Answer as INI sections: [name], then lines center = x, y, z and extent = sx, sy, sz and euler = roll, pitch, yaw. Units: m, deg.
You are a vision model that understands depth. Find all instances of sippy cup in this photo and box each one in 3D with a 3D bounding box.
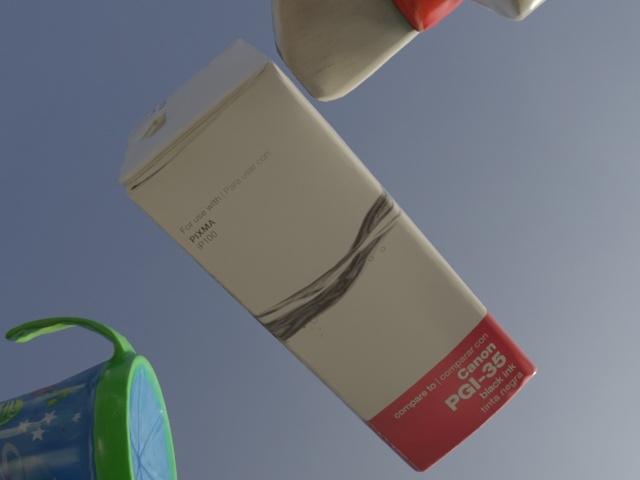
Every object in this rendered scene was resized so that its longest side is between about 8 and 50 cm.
[sippy cup]
center = -0.289, 0.257, 0.795
extent = 0.224, 0.240, 0.306
euler = -9, -138, -3

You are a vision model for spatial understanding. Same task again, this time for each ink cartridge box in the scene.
[ink cartridge box]
center = 0.000, 0.000, 0.538
extent = 0.117, 0.207, 0.283
euler = -41, -68, 4

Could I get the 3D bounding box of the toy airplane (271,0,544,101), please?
[toy airplane]
center = -0.059, -0.228, 0.292
extent = 0.272, 0.386, 0.385
euler = -21, -106, -1
